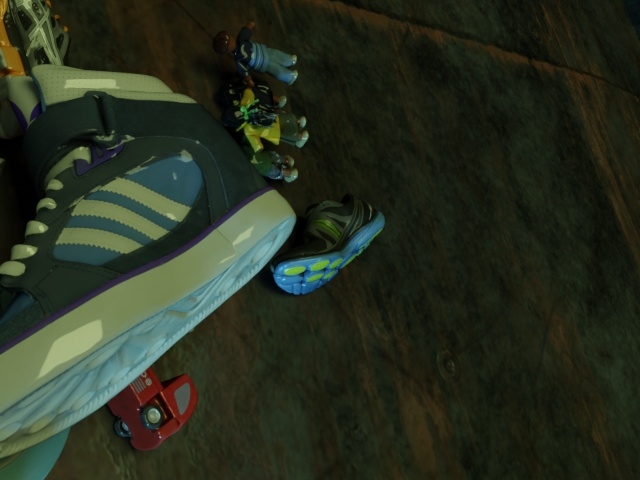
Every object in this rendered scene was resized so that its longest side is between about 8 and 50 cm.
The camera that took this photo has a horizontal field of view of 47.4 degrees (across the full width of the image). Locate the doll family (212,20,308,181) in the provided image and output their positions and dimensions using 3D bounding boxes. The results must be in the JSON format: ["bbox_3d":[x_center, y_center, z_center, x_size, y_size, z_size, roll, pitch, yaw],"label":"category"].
[{"bbox_3d":[-0.076,-0.157,0.830,0.111,0.076,0.193,9,58,-37],"label":"doll family"}]

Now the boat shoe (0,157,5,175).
[{"bbox_3d":[-0.303,-0.001,0.508,0.068,0.081,0.228,28,39,-9],"label":"boat shoe"}]

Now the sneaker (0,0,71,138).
[{"bbox_3d":[-0.270,-0.193,0.652,0.083,0.084,0.215,-8,84,-49],"label":"sneaker"}]

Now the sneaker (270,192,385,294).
[{"bbox_3d":[0.000,0.000,0.834,0.078,0.067,0.188,42,43,11],"label":"sneaker"}]

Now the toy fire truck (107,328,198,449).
[{"bbox_3d":[-0.155,0.069,0.644,0.135,0.047,0.192,-36,98,-51],"label":"toy fire truck"}]

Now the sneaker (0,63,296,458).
[{"bbox_3d":[-0.193,-0.016,0.546,0.236,0.130,0.322,43,49,10],"label":"sneaker"}]

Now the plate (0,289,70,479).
[{"bbox_3d":[-0.266,0.111,0.531,0.188,0.024,0.188,22,56,-36],"label":"plate"}]
